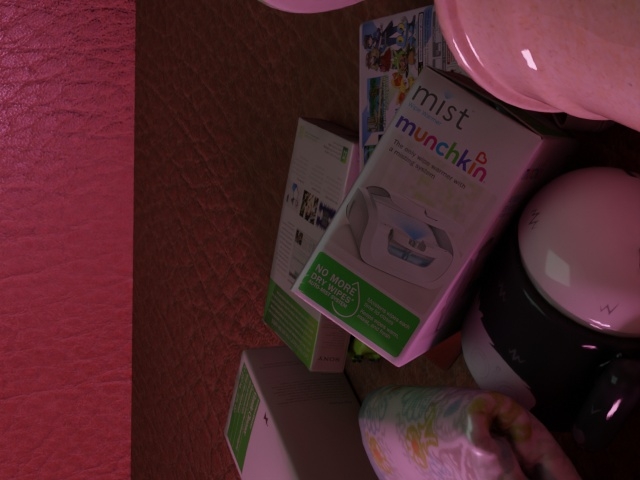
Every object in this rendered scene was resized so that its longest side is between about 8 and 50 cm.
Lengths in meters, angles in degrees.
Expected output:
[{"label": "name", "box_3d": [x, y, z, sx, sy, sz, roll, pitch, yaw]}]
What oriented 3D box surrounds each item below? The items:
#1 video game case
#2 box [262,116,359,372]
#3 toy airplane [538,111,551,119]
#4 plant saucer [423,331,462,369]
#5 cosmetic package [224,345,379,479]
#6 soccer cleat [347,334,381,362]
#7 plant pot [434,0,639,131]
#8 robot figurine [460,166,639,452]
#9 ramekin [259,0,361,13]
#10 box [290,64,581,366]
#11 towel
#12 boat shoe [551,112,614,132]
[{"label": "video game case", "box_3d": [0.130, -0.099, 1.376, 0.300, 0.036, 0.329, 4, 95, 62]}, {"label": "box", "box_3d": [0.000, 0.000, 1.737, 0.232, 0.058, 0.322, -143, 63, -66]}, {"label": "toy airplane", "box_3d": [0.202, -0.112, 1.308, 0.151, 0.028, 0.151, 176, 90, -68]}, {"label": "plant saucer", "box_3d": [0.135, -0.009, 1.482, 0.258, 0.047, 0.259, 116, 144, -53]}, {"label": "cosmetic package", "box_3d": [-0.008, 0.343, 1.789, 0.365, 0.155, 0.197, -118, 34, -47]}, {"label": "soccer cleat", "box_3d": [0.049, 0.135, 1.738, 0.179, 0.060, 0.072, 166, 115, -68]}, {"label": "plant pot", "box_3d": [0.289, -0.166, 0.736, 0.305, 0.333, 0.334, 44, 136, 43]}, {"label": "robot figurine", "box_3d": [0.231, 0.061, 1.087, 0.209, 0.173, 0.278, 46, 142, 22]}, {"label": "ramekin", "box_3d": [0.008, -0.399, 1.387, 0.148, 0.303, 0.303, 65, 152, 25]}, {"label": "box", "box_3d": [0.114, -0.030, 1.126, 0.126, 0.262, 0.231, 35, 103, 14]}, {"label": "towel", "box_3d": [0.194, 0.296, 1.155, 0.374, 0.090, 0.320, 56, 161, -3]}, {"label": "boat shoe", "box_3d": [0.225, -0.180, 1.184, 0.066, 0.063, 0.184, 122, 138, -58]}]
